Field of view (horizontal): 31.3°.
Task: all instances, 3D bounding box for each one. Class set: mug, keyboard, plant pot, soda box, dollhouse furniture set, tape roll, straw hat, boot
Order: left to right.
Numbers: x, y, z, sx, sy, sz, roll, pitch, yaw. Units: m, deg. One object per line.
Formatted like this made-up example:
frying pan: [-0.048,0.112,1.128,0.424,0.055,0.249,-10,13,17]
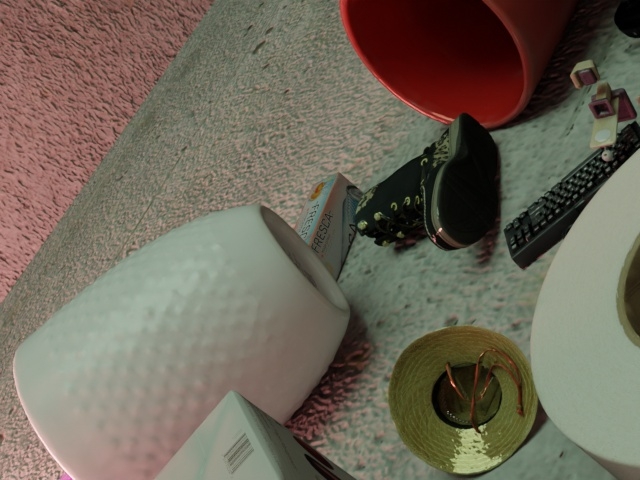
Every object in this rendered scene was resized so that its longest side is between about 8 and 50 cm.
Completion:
mug: [-0.148,0.104,1.376,0.328,0.276,0.374,-39,23,9]
soda box: [0.000,0.000,1.521,0.058,0.063,0.183,-22,37,47]
boot: [0.118,-0.033,1.338,0.178,0.085,0.236,-37,20,33]
straw hat: [0.140,0.142,1.056,0.144,0.144,0.061,-41,-13,22]
plant pot: [0.201,-0.313,1.413,0.243,0.275,0.275,-50,21,-25]
keyboard: [0.263,-0.043,1.166,0.180,0.023,0.108,-42,25,20]
dollhouse furniture set: [0.311,-0.130,1.110,0.114,0.091,0.081,-11,45,32]
tape roll: [0.335,0.022,0.881,0.392,0.072,0.392,-39,25,23]

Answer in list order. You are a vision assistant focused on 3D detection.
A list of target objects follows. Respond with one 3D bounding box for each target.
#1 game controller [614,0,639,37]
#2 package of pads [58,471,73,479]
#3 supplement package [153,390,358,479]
game controller: [0.447,-0.303,1.163,0.319,0.067,0.166,-15,42,53]
package of pads: [-0.321,0.409,1.446,0.296,0.101,0.229,-47,23,9]
supplement package: [-0.030,0.274,0.997,0.149,0.203,0.194,-49,24,3]
